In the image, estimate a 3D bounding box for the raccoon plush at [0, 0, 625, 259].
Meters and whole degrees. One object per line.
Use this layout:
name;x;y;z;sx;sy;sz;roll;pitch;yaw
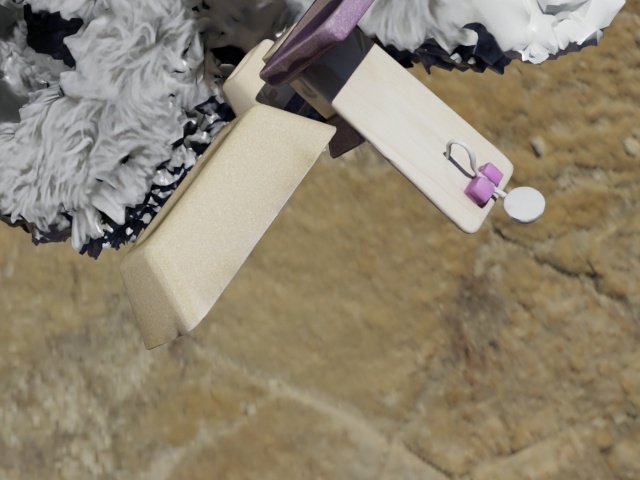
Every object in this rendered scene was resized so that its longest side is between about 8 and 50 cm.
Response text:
raccoon plush;0.002;-0.092;0.835;0.299;0.446;0.216;-6;106;-55

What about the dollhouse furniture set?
dollhouse furniture set;0.000;0.000;0.391;0.081;0.091;0.114;41;62;-13
